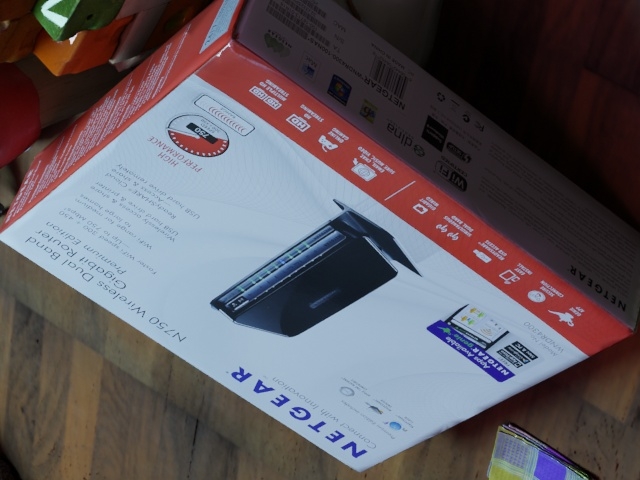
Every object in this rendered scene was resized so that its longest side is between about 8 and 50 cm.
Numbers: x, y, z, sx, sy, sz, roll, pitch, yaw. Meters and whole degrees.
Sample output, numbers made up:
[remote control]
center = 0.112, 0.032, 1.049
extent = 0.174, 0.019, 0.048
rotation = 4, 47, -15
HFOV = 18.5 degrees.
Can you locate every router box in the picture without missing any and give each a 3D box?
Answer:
[router box]
center = 0.000, 0.000, 1.334
extent = 0.335, 0.082, 0.301
rotation = 34, 139, -19

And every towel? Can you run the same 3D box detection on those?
[towel]
center = 0.162, 0.177, 1.463
extent = 0.083, 0.009, 0.060
rotation = 32, 132, 22

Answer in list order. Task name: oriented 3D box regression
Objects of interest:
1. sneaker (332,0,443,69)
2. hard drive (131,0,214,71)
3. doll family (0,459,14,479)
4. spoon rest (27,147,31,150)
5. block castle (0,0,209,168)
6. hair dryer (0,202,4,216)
[sneaker]
center = 0.033, -0.202, 1.256
extent = 0.106, 0.123, 0.290
rotation = 28, 130, 27
[hard drive]
center = -0.123, -0.230, 1.421
extent = 0.172, 0.054, 0.254
rotation = 9, 121, 37
[doll family]
center = -0.297, 0.326, 1.874
extent = 0.263, 0.118, 0.163
rotation = 46, 136, 8
[spoon rest]
center = -0.339, -0.167, 1.592
extent = 0.276, 0.084, 0.137
rotation = 45, 159, -7
[block castle]
center = -0.209, -0.277, 1.275
extent = 0.303, 0.213, 0.453
rotation = 47, 132, 13
[hair dryer]
center = -0.349, -0.103, 1.602
extent = 0.224, 0.080, 0.293
rotation = 17, 166, -11
